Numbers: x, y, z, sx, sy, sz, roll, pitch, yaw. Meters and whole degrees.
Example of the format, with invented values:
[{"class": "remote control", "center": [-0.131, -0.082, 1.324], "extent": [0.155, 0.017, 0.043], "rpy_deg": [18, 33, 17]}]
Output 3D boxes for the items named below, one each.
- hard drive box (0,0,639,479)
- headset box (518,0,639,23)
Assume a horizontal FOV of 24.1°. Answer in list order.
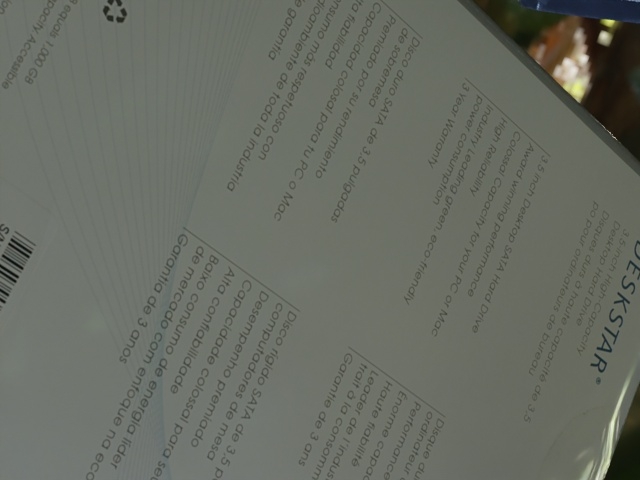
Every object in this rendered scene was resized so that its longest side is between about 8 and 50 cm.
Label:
[{"class": "hard drive box", "center": [-0.023, 0.011, 0.391], "extent": [0.232, 0.181, 0.089], "rpy_deg": [38, 156, -31]}, {"class": "headset box", "center": [0.143, -0.255, 0.495], "extent": [0.131, 0.283, 0.246], "rpy_deg": [14, -129, 40]}]
